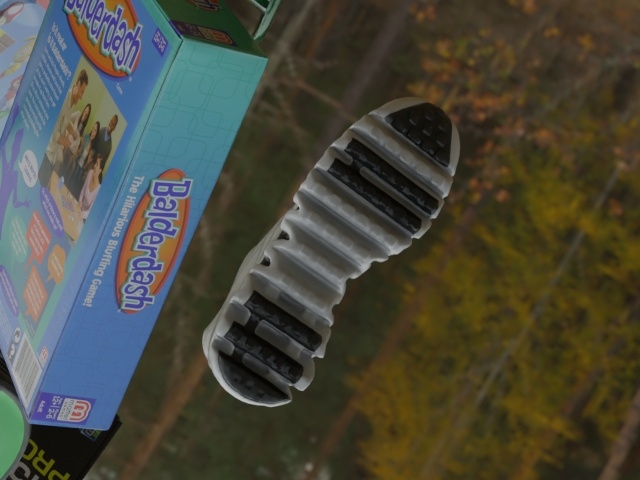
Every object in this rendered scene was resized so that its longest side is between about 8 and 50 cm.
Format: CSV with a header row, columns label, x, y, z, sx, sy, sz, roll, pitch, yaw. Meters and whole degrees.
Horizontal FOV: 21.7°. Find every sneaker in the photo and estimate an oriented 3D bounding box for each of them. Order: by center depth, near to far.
label,x,y,z,sx,sy,sz,roll,pitch,yaw
sneaker,0.000,0.000,1.372,0.110,0.292,0.118,42,171,-15

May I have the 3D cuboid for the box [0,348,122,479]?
label,x,y,z,sx,sy,sz,roll,pitch,yaw
box,-0.341,0.161,1.523,0.270,0.216,0.060,46,143,-16

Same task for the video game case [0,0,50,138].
label,x,y,z,sx,sy,sz,roll,pitch,yaw
video game case,-0.285,-0.076,1.159,0.025,0.285,0.204,53,-178,13

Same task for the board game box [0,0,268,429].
label,x,y,z,sx,sy,sz,roll,pitch,yaw
board game box,-0.109,-0.038,0.818,0.047,0.210,0.160,10,-152,-31

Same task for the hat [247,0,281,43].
label,x,y,z,sx,sy,sz,roll,pitch,yaw
hat,-0.084,-0.220,0.932,0.184,0.173,0.208,24,168,-6

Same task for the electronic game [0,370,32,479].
label,x,y,z,sx,sy,sz,roll,pitch,yaw
electronic game,-0.340,0.170,1.316,0.229,0.229,0.048,25,-152,-50
